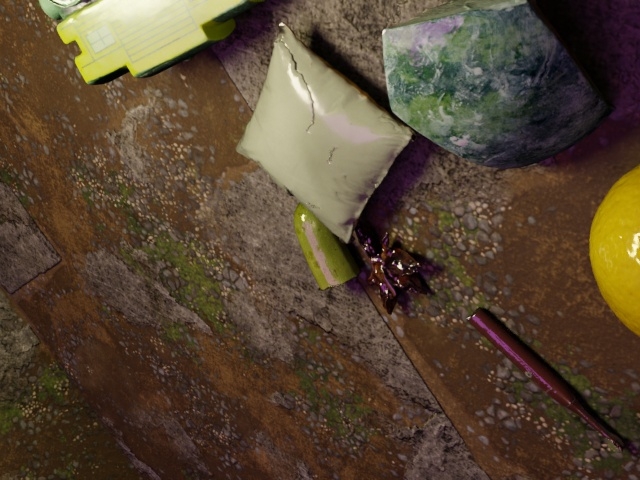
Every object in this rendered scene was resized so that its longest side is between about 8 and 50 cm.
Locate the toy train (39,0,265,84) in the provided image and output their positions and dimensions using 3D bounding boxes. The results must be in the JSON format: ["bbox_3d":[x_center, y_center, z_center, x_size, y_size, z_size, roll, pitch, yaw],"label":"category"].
[{"bbox_3d":[-0.292,-0.444,1.387,0.441,0.179,0.273,-19,108,25],"label":"toy train"}]

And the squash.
[{"bbox_3d":[0.000,0.000,1.581,0.095,0.095,0.188,-15,105,45],"label":"squash"}]

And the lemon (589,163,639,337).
[{"bbox_3d":[0.498,0.018,1.042,0.293,0.293,0.293,21,131,27],"label":"lemon"}]

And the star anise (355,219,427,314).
[{"bbox_3d":[0.142,0.054,1.521,0.157,0.053,0.213,11,123,36],"label":"star anise"}]

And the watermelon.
[{"bbox_3d":[0.244,-0.261,1.128,0.387,0.258,0.228,24,134,-38],"label":"watermelon"}]

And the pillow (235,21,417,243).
[{"bbox_3d":[-0.004,-0.182,1.427,0.312,0.119,0.310,39,139,10],"label":"pillow"}]

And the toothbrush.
[{"bbox_3d":[0.415,0.257,1.450,0.364,0.041,0.041,43,137,7],"label":"toothbrush"}]
